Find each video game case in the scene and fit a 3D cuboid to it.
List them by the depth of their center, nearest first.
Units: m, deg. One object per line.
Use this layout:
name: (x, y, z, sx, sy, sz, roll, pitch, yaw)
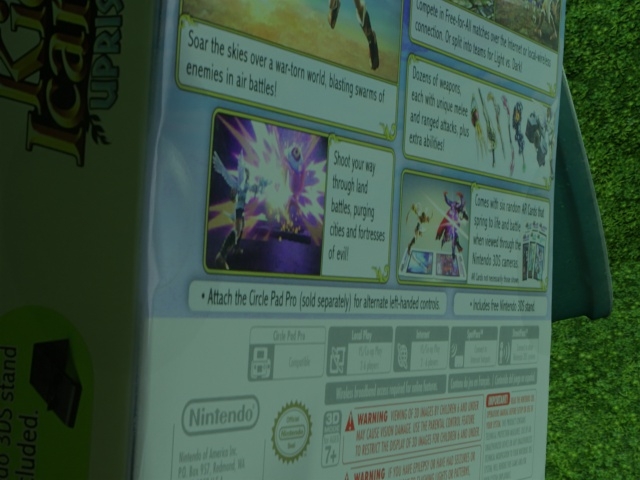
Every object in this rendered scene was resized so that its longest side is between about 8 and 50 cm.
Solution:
video game case: (0.000, 0.000, 0.467, 0.269, 0.061, 0.244, 6, 87, -62)

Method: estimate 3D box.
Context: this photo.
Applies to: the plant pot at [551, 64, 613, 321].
plant pot: (-0.023, -0.059, 0.736, 0.271, 0.255, 0.271, -17, 90, -86)
